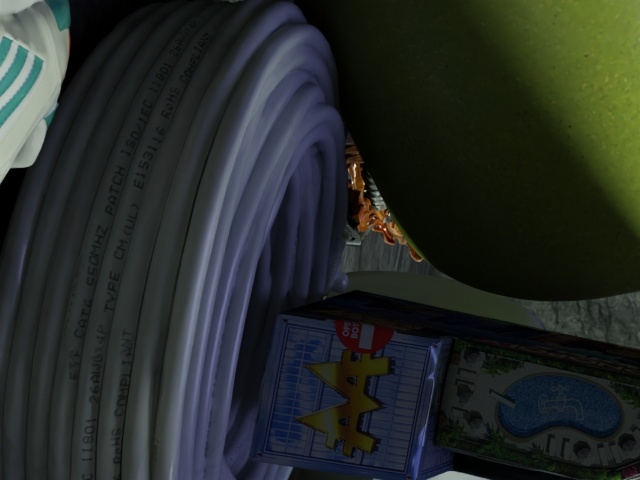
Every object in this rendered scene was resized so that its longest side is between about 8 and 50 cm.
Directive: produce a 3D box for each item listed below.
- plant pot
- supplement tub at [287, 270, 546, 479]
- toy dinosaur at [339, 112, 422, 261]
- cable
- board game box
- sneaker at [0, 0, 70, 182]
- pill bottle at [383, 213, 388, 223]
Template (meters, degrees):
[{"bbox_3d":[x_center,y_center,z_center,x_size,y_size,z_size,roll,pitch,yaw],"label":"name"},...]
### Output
[{"bbox_3d":[0.081,-0.168,0.613,0.293,0.275,0.275,50,44,-40],"label":"plant pot"},{"bbox_3d":[0.036,0.205,0.878,0.207,0.207,0.338,-58,149,-68],"label":"supplement tub"},{"bbox_3d":[0.058,-0.080,1.037,0.322,0.164,0.218,93,21,-69],"label":"toy dinosaur"},{"bbox_3d":[-0.055,0.025,0.580,0.257,0.089,0.257,-67,165,-49],"label":"cable"},{"bbox_3d":[0.061,0.066,0.589,0.194,0.194,0.060,4,97,-66],"label":"board game box"},{"bbox_3d":[-0.095,-0.029,0.330,0.161,0.057,0.075,-63,157,-71],"label":"sneaker"},{"bbox_3d":[0.131,-0.168,1.248,0.176,0.176,0.318,-64,163,-59],"label":"pill bottle"}]
